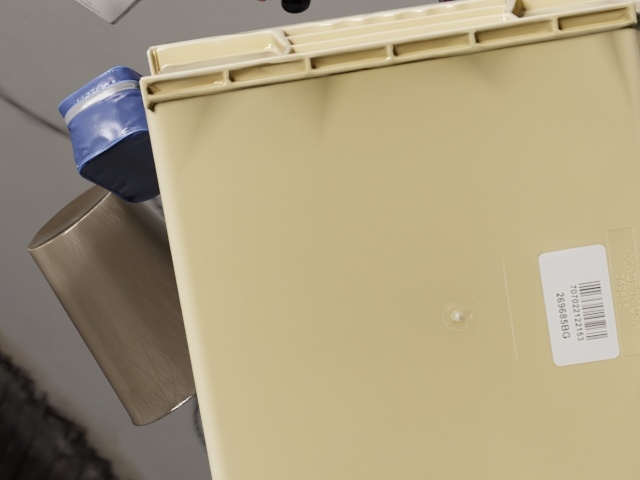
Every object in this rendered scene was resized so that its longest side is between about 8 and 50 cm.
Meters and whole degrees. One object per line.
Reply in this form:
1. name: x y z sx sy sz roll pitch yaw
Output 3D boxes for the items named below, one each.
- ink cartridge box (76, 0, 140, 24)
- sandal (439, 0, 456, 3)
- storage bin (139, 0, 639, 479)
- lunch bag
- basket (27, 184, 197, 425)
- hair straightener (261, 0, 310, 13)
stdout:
1. ink cartridge box: -0.126 -0.287 1.365 0.092 0.158 0.218 36 153 -18
2. sandal: 0.164 -0.254 1.603 0.107 0.445 0.167 17 128 0
3. storage bin: 0.062 0.022 0.820 0.260 0.123 0.262 -9 101 2
4. lunch bag: -0.130 -0.075 1.185 0.067 0.065 0.098 -28 153 16
5. basket: -0.204 0.054 1.897 0.154 0.204 0.227 -16 116 52
6. hair straightener: -0.002 -0.328 1.650 0.047 0.230 0.089 3 168 46
